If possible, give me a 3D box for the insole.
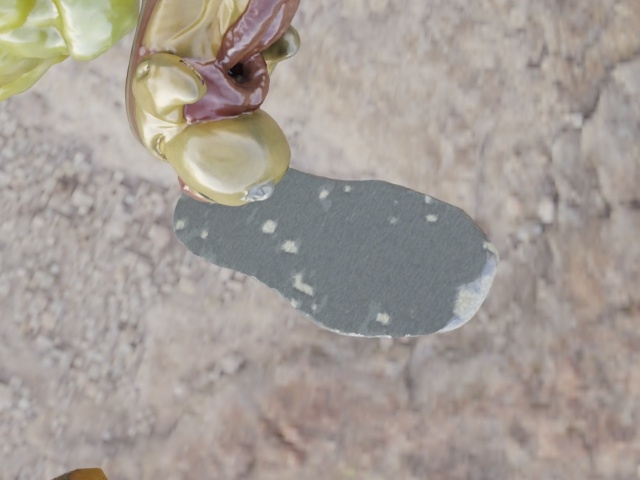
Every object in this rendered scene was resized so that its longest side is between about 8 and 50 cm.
[{"bbox_3d":[0.000,0.000,0.967,0.011,0.248,0.081,30,85,-39],"label":"insole"}]

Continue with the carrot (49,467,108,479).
[{"bbox_3d":[-0.220,0.198,1.271,0.171,0.042,0.042,-21,118,-19],"label":"carrot"}]

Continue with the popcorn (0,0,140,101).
[{"bbox_3d":[-0.213,-0.162,1.007,0.250,0.242,0.235,15,96,-11],"label":"popcorn"}]

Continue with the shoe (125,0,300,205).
[{"bbox_3d":[-0.043,-0.068,0.760,0.069,0.072,0.109,21,99,36],"label":"shoe"}]
